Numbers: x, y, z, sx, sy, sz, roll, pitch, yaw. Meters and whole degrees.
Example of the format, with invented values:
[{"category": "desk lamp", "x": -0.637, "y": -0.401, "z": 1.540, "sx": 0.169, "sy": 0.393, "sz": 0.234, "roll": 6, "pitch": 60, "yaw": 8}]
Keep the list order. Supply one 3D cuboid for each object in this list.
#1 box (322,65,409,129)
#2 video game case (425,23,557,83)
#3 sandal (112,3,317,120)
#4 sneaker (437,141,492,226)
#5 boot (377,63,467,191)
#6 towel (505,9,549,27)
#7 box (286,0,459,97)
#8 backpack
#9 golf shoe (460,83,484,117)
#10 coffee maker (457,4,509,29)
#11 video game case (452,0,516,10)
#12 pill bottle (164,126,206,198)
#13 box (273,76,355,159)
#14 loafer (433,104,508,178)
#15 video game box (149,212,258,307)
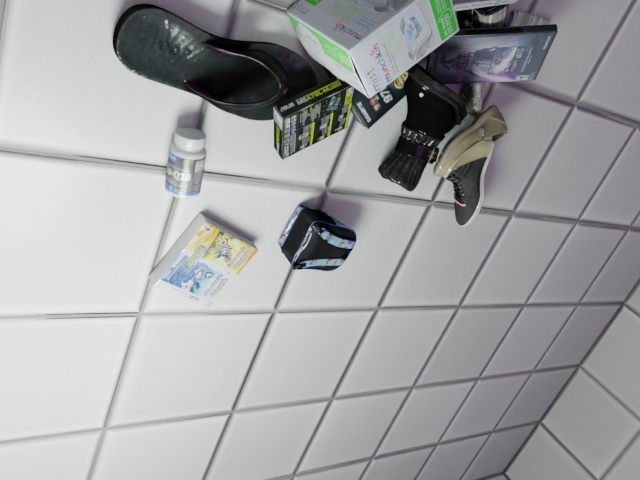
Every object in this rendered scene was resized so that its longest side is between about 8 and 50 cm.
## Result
[{"category": "box", "x": 0.118, "y": -0.393, "z": 1.428, "sx": 0.175, "sy": 0.051, "sz": 0.220, "roll": -42, "pitch": 137, "yaw": -1}, {"category": "video game case", "x": 0.391, "y": -0.434, "z": 1.452, "sx": 0.274, "sy": 0.026, "sz": 0.196, "roll": -2, "pitch": 162, "yaw": 4}, {"category": "sandal", "x": -0.185, "y": -0.327, "z": 1.226, "sx": 0.445, "sy": 0.107, "sz": 0.168, "roll": 6, "pitch": 120, "yaw": -38}, {"category": "sneaker", "x": 0.395, "y": -0.169, "z": 1.773, "sx": 0.146, "sy": 0.104, "sz": 0.296, "roll": -10, "pitch": 123, "yaw": -27}, {"category": "boot", "x": 0.228, "y": -0.258, "z": 1.500, "sx": 0.260, "sy": 0.131, "sz": 0.348, "roll": -51, "pitch": 157, "yaw": 10}, {"category": "towel", "x": 0.538, "y": -0.541, "z": 1.629, "sx": 0.152, "sy": 0.023, "sz": 0.113, "roll": -3, "pitch": 125, "yaw": -34}, {"category": "box", "x": 0.099, "y": -0.437, "z": 1.229, "sx": 0.231, "sy": 0.262, "sz": 0.127, "roll": -37, "pitch": 136, "yaw": -4}, {"category": "backpack", "x": 0.000, "y": 0.000, "z": 1.610, "sx": 0.173, "sy": 0.117, "sz": 0.158, "roll": 10, "pitch": 117, "yaw": -39}, {"category": "golf shoe", "x": 0.413, "y": -0.405, "z": 1.620, "sx": 0.086, "sy": 0.069, "sz": 0.176, "roll": -38, "pitch": 138, "yaw": -13}, {"category": "coffee maker", "x": 0.376, "y": -0.541, "z": 1.439, "sx": 0.120, "sy": 0.171, "sz": 0.178, "roll": -16, "pitch": 158, "yaw": 8}, {"category": "video game case", "x": 0.298, "y": -0.581, "z": 1.306, "sx": 0.193, "sy": 0.212, "sz": 0.023, "roll": -17, "pitch": 162, "yaw": -24}, {"category": "pill bottle", "x": -0.284, "y": -0.165, "z": 1.306, "sx": 0.078, "sy": 0.078, "sz": 0.137, "roll": -5, "pitch": 125, "yaw": -32}, {"category": "box", "x": -0.016, "y": -0.275, "z": 1.375, "sx": 0.184, "sy": 0.045, "sz": 0.191, "roll": -31, "pitch": 165, "yaw": -13}, {"category": "loafer", "x": 0.403, "y": -0.250, "z": 1.620, "sx": 0.268, "sy": 0.092, "sz": 0.102, "roll": -44, "pitch": 171, "yaw": -16}, {"category": "video game box", "x": -0.283, "y": 0.056, "z": 1.507, "sx": 0.205, "sy": 0.048, "sz": 0.187, "roll": -50, "pitch": 139, "yaw": 9}]
